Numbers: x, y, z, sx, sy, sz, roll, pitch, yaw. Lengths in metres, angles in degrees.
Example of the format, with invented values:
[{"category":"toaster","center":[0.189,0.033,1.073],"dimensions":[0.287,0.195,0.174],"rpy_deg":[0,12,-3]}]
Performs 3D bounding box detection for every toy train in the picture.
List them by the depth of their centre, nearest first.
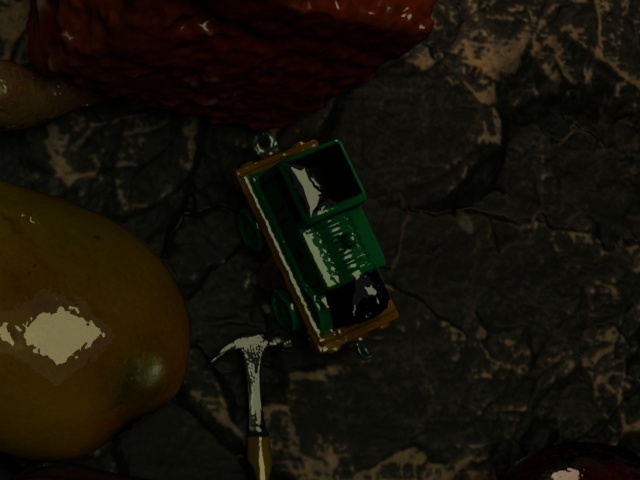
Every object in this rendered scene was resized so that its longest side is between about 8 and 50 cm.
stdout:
[{"category":"toy train","center":[0.000,0.000,1.147],"dimensions":[0.091,0.136,0.227],"rpy_deg":[-23,84,-24]}]

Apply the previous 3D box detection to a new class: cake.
[{"category":"cake","center":[-0.085,-0.291,1.091],"dimensions":[0.270,0.269,0.319],"rpy_deg":[9,70,-35]}]

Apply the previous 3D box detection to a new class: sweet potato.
[{"category":"sweet potato","center":[-0.247,-0.125,1.128],"dimensions":[0.226,0.068,0.068],"rpy_deg":[-1,77,-35]}]

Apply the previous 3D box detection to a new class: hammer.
[{"category":"hammer","center":[-0.058,0.180,1.137],"dimensions":[0.078,0.021,0.201],"rpy_deg":[-3,80,-8]}]

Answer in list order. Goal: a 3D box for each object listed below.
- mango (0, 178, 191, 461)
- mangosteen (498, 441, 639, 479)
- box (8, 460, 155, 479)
[{"category":"mango","center":[-0.255,0.048,1.022],"dimensions":[0.317,0.173,0.211],"rpy_deg":[31,65,-2]},{"category":"mangosteen","center":[0.247,0.271,1.127],"dimensions":[0.216,0.216,0.216],"rpy_deg":[5,75,-20]},{"category":"box","center":[-0.104,0.315,0.961],"dimensions":[0.404,0.108,0.263],"rpy_deg":[9,72,13]}]
